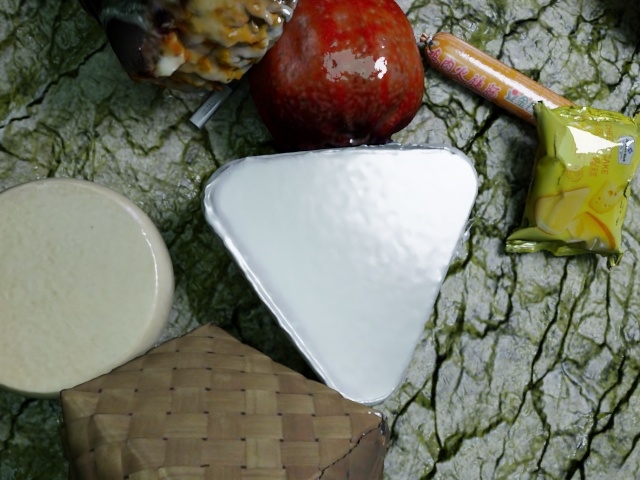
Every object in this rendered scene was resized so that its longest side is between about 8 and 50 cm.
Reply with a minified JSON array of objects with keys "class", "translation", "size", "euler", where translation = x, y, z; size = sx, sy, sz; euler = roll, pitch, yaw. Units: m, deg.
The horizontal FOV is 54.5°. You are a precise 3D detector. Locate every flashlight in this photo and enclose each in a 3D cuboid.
[{"class":"flashlight","translation":[-0.143,-0.186,0.839],"size":[0.018,0.018,0.083],"euler":[41,82,-1]}]

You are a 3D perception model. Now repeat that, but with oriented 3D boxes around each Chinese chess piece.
[{"class":"Chinese chess piece","translation":[-0.316,0.057,0.756],"size":[0.274,0.102,0.273],"euler":[1,83,-7]}]

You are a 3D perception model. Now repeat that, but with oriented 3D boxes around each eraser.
[{"class":"eraser","translation":[0.000,0.000,0.773],"size":[0.332,0.150,0.331],"euler":[1,86,-8]}]

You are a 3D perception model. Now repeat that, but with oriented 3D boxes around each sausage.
[{"class":"sausage","translation":[0.290,-0.197,0.868],"size":[0.348,0.053,0.053],"euler":[29,82,-2]}]

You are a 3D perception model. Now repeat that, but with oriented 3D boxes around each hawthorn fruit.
[{"class":"hawthorn fruit","translation":[0.016,-0.224,0.773],"size":[0.215,0.215,0.249],"euler":[-11,70,-7]}]

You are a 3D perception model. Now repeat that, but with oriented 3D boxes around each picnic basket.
[{"class":"picnic basket","translation":[-0.107,0.300,0.675],"size":[0.293,0.337,0.337],"euler":[-21,86,-50]}]

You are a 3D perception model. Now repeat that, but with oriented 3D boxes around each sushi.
[{"class":"sushi","translation":[-0.128,-0.380,0.701],"size":[0.176,0.418,0.417],"euler":[16,80,-45]}]

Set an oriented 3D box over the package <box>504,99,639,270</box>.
[{"class":"package","translation":[0.346,-0.074,0.828],"size":[0.168,0.090,0.226],"euler":[7,104,2]}]
